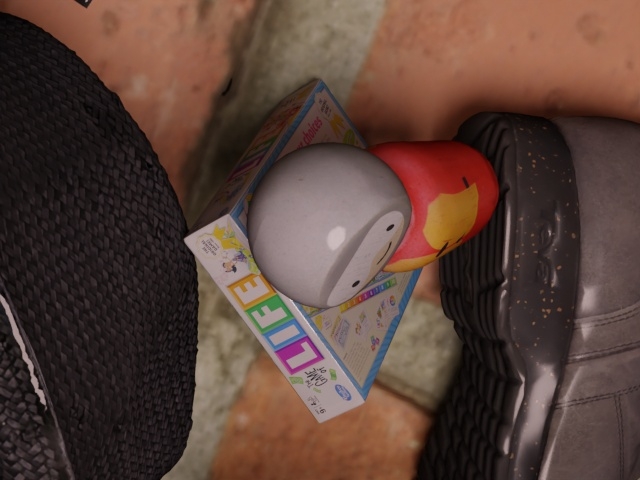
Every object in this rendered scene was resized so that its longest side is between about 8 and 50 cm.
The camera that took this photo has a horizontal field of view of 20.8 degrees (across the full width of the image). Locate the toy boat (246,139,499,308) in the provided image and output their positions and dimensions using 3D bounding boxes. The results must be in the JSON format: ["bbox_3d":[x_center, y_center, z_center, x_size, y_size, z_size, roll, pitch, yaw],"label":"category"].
[{"bbox_3d":[0.008,-0.136,0.720,0.268,0.148,0.318,-6,96,33],"label":"toy boat"}]

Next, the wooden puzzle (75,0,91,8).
[{"bbox_3d":[-0.119,-0.144,0.827,0.083,0.006,0.049,33,95,-13],"label":"wooden puzzle"}]

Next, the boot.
[{"bbox_3d":[0.172,0.096,0.873,0.223,0.118,0.338,0,109,-17],"label":"boot"}]

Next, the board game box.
[{"bbox_3d":[0.000,0.000,0.803,0.026,0.154,0.103,-28,106,27],"label":"board game box"}]

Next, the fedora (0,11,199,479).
[{"bbox_3d":[-0.148,0.022,0.757,0.152,0.334,0.334,-29,107,-34],"label":"fedora"}]
